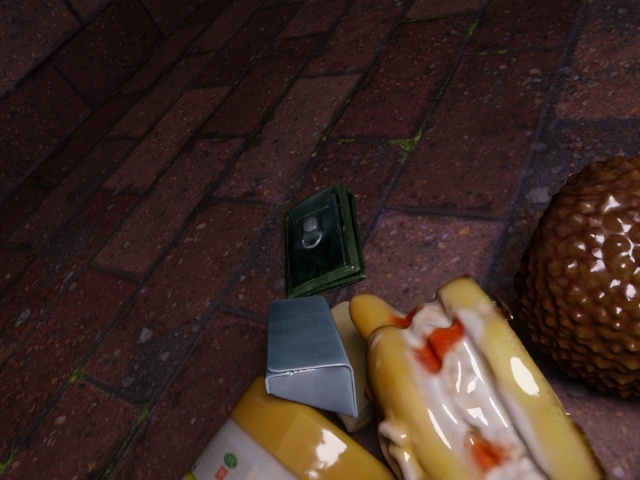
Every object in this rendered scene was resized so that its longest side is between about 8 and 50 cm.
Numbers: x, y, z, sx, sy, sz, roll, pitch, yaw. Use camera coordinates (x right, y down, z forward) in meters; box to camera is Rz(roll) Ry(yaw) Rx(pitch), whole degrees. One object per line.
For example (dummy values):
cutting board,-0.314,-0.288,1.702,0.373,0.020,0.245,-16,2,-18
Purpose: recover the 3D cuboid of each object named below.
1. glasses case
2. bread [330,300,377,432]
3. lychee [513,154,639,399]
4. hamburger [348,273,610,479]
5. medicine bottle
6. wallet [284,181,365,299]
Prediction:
glasses case,-0.015,0.124,0.628,0.266,0.105,0.056,-123,53,-80
bread,0.047,0.186,0.755,0.139,0.060,0.178,-39,43,-9
lychee,0.363,0.048,0.562,0.267,0.267,0.267,-16,45,17
hamburger,0.146,0.170,0.560,0.186,0.261,0.303,-27,64,7
medicine bottle,-0.048,0.314,0.561,0.238,0.238,0.232,23,65,42
wallet,-0.001,-0.001,0.966,0.160,0.055,0.236,-23,44,19
